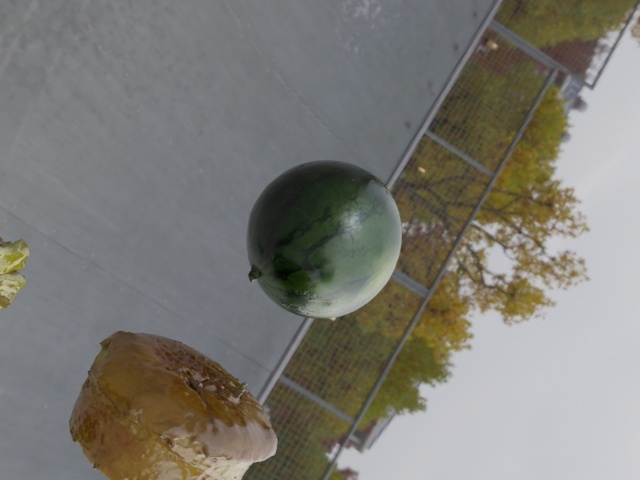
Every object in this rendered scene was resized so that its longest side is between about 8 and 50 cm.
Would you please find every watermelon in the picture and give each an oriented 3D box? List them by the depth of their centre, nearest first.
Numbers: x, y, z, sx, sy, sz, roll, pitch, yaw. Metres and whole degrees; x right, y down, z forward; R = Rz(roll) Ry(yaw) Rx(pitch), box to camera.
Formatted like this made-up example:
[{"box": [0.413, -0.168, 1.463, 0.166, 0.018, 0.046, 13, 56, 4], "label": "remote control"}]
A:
[{"box": [0.004, -0.002, 1.053, 0.242, 0.242, 0.242, -57, -177, 4], "label": "watermelon"}]

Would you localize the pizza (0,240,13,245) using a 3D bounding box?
[{"box": [-0.674, 0.082, 1.215, 0.071, 0.296, 0.189, 56, 32, -68], "label": "pizza"}]

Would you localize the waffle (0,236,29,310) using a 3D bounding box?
[{"box": [-0.458, 0.005, 0.676, 0.302, 0.325, 0.068, -17, -127, 33], "label": "waffle"}]

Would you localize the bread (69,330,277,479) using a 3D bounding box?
[{"box": [-0.189, 0.228, 0.888, 0.146, 0.268, 0.268, -59, -177, 4], "label": "bread"}]
